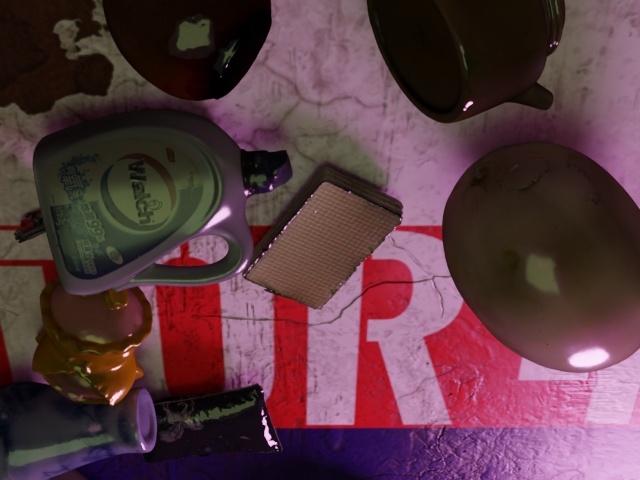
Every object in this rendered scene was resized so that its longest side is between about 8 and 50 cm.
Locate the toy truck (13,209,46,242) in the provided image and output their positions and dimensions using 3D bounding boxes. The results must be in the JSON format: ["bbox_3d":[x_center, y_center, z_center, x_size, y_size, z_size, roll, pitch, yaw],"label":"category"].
[{"bbox_3d":[-0.332,-0.023,1.556,0.083,0.032,0.024,-20,135,18],"label":"toy truck"}]

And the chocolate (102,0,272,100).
[{"bbox_3d":[-0.136,-0.229,1.292,0.177,0.176,0.176,-1,134,-1],"label":"chocolate"}]

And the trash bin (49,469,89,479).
[{"bbox_3d":[-0.384,0.454,1.900,0.220,0.219,0.250,-26,122,20],"label":"trash bin"}]

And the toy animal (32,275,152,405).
[{"bbox_3d":[-0.288,0.115,1.626,0.156,0.156,0.229,11,143,-11],"label":"toy animal"}]

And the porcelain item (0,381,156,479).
[{"bbox_3d":[-0.356,0.257,1.744,0.259,0.141,0.141,-6,134,8],"label":"porcelain item"}]

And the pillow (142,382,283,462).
[{"bbox_3d":[-0.168,0.261,1.814,0.208,0.055,0.141,-8,132,9],"label":"pillow"}]

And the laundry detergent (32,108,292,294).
[{"bbox_3d":[-0.169,-0.045,1.467,0.281,0.105,0.214,-7,111,2],"label":"laundry detergent"}]

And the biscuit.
[{"bbox_3d":[0.000,0.000,1.580,0.121,0.040,0.199,23,131,-24],"label":"biscuit"}]

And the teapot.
[{"bbox_3d":[0.157,-0.241,1.276,0.175,0.186,0.267,-27,105,-20],"label":"teapot"}]

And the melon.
[{"bbox_3d":[0.268,0.021,1.481,0.223,0.223,0.317,-26,126,22],"label":"melon"}]
